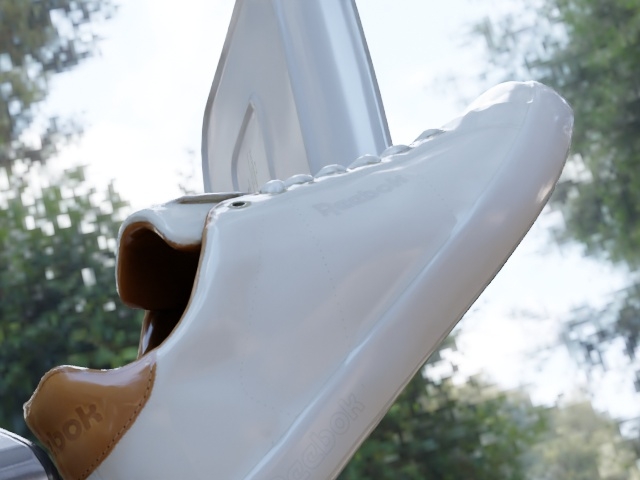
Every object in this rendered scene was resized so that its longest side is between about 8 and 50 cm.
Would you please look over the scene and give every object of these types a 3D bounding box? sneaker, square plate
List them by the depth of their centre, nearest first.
[{"bbox_3d":[0.000,0.000,0.607,0.290,0.123,0.106,-47,-2,-39],"label":"sneaker"},{"bbox_3d":[-0.030,-0.043,1.147,0.049,0.347,0.344,-2,-32,-18],"label":"square plate"}]

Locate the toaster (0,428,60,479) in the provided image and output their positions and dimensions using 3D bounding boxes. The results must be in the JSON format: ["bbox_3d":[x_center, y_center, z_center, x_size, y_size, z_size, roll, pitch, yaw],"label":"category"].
[{"bbox_3d":[-0.170,0.133,0.487,0.185,0.168,0.110,15,13,32],"label":"toaster"}]
